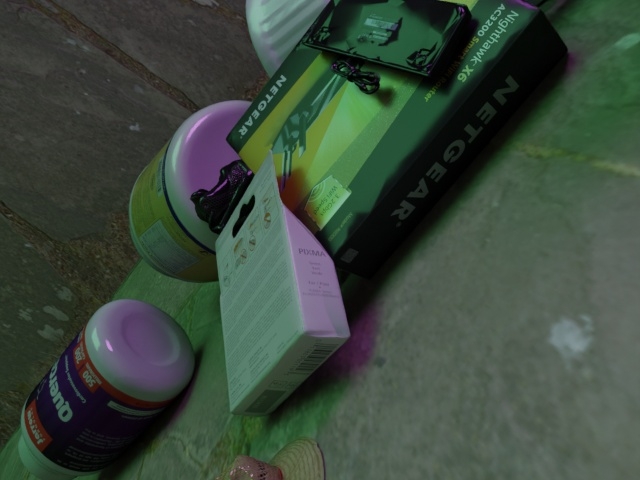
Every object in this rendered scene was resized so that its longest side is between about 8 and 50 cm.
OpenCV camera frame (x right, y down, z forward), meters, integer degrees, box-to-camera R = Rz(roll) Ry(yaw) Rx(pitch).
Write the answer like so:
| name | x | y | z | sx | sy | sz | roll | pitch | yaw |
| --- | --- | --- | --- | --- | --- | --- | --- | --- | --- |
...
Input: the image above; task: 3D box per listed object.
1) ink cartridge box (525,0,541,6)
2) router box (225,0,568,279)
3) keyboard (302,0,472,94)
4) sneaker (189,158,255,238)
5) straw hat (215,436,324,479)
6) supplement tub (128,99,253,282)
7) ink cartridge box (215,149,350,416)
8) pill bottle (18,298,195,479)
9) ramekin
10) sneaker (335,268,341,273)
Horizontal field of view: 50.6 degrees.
| name | x | y | z | sx | sy | sz | roll | pitch | yaw |
| --- | --- | --- | --- | --- | --- | --- | --- | --- | --- |
| ink cartridge box | 0.224 | -0.400 | 0.887 | 0.226 | 0.131 | 0.306 | -34 | 28 | 49 |
| router box | 0.062 | -0.152 | 0.730 | 0.308 | 0.081 | 0.243 | -51 | 51 | 13 |
| keyboard | 0.057 | -0.199 | 0.683 | 0.180 | 0.023 | 0.108 | 28 | 86 | 42 |
| sneaker | -0.104 | 0.003 | 0.874 | 0.087 | 0.130 | 0.227 | 154 | 118 | -80 |
| straw hat | -0.062 | 0.220 | 0.582 | 0.144 | 0.061 | 0.144 | -47 | 18 | 21 |
| supplement tub | -0.170 | -0.060 | 1.095 | 0.331 | 0.241 | 0.241 | -24 | 35 | 60 |
| ink cartridge box | -0.052 | 0.046 | 0.719 | 0.181 | 0.056 | 0.224 | -52 | 37 | 43 |
| pill bottle | -0.358 | 0.255 | 1.096 | 0.323 | 0.182 | 0.181 | -47 | 19 | 24 |
| ramekin | 0.045 | -0.300 | 0.946 | 0.135 | 0.277 | 0.277 | -27 | 31 | 43 |
| sneaker | 0.001 | 0.000 | 0.846 | 0.152 | 0.058 | 0.084 | -90 | 25 | -43 |
